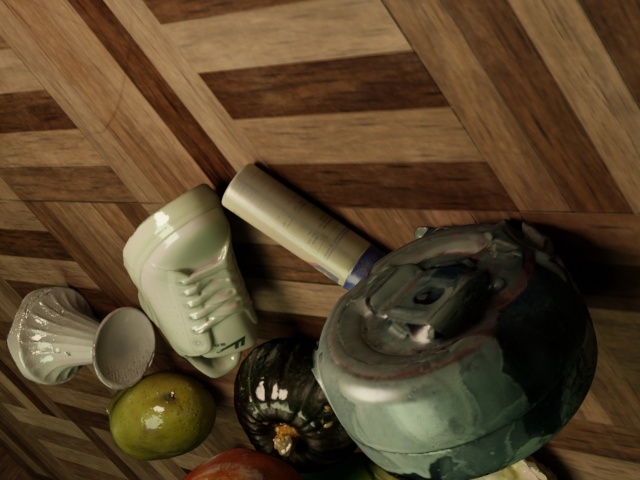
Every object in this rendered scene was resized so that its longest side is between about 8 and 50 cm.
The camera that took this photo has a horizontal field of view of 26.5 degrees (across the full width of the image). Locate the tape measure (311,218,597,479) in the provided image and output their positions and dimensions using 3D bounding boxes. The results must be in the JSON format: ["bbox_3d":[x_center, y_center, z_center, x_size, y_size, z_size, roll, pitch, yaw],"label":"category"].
[{"bbox_3d":[0.119,0.097,1.286,0.275,0.256,0.147,12,141,51],"label":"tape measure"}]

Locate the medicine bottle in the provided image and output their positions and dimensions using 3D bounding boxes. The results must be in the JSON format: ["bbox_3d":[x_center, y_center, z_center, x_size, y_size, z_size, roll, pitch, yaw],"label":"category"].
[{"bbox_3d":[0.000,0.000,1.505,0.231,0.059,0.059,35,154,8],"label":"medicine bottle"}]

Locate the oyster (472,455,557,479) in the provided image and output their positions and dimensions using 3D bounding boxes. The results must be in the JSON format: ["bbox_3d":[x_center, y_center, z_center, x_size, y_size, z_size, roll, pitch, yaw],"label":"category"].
[{"bbox_3d":[0.242,0.289,1.664,0.209,0.072,0.133,42,142,-2],"label":"oyster"}]

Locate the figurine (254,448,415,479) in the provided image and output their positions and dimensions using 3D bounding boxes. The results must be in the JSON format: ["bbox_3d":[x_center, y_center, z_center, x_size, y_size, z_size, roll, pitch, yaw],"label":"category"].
[{"bbox_3d":[0.066,0.403,1.895,0.340,0.231,0.323,20,165,34],"label":"figurine"}]

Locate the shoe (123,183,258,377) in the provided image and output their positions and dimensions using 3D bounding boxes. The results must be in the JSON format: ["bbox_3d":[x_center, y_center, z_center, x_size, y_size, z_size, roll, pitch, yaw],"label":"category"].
[{"bbox_3d":[-0.147,0.068,1.695,0.160,0.132,0.363,51,161,14],"label":"shoe"}]

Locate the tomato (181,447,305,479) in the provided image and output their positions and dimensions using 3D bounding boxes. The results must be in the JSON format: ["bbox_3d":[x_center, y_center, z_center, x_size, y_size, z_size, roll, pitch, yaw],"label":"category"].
[{"bbox_3d":[-0.084,0.357,1.723,0.214,0.181,0.155,39,138,5],"label":"tomato"}]

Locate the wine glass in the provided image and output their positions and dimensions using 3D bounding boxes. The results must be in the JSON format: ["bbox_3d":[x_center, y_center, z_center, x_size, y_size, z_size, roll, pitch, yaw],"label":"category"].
[{"bbox_3d":[-0.373,0.156,2.140,0.196,0.165,0.165,4,139,42],"label":"wine glass"}]

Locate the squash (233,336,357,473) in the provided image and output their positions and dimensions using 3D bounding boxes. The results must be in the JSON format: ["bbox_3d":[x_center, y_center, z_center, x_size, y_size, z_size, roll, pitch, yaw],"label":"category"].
[{"bbox_3d":[-0.028,0.219,1.797,0.193,0.156,0.193,24,159,10],"label":"squash"}]

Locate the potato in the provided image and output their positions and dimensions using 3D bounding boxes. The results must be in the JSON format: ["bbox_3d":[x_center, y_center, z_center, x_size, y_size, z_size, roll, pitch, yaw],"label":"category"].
[{"bbox_3d":[-0.255,0.277,2.191,0.248,0.169,0.143,134,122,-67],"label":"potato"}]
